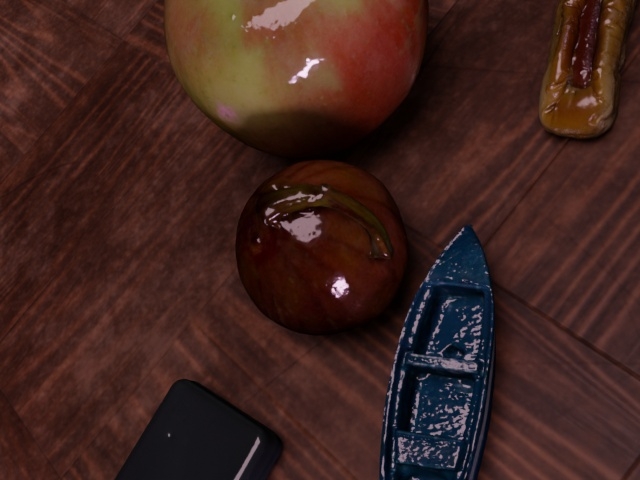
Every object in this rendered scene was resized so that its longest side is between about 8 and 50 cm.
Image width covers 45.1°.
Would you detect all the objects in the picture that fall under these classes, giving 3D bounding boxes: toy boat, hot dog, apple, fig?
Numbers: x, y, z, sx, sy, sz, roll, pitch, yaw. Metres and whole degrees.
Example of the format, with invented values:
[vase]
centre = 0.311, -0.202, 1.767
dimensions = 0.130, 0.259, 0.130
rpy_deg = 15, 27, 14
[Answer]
[toy boat]
centre = 0.127, 0.128, 0.762
dimensions = 0.096, 0.062, 0.299
rpy_deg = 2, 67, 29
[hot dog]
centre = 0.299, -0.229, 0.853
dimensions = 0.084, 0.073, 0.243
rpy_deg = 9, 70, 26
[apple]
centre = -0.021, -0.257, 0.917
dimensions = 0.319, 0.277, 0.319
rpy_deg = -6, 70, 17
[fig]
centre = -0.001, 0.000, 0.819
dimensions = 0.205, 0.205, 0.205
rpy_deg = -12, 60, 22

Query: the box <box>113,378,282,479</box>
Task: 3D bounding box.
[box]
centre = -0.157, 0.280, 0.839
dimensions = 0.160, 0.050, 0.230
rpy_deg = 23, 77, 35
